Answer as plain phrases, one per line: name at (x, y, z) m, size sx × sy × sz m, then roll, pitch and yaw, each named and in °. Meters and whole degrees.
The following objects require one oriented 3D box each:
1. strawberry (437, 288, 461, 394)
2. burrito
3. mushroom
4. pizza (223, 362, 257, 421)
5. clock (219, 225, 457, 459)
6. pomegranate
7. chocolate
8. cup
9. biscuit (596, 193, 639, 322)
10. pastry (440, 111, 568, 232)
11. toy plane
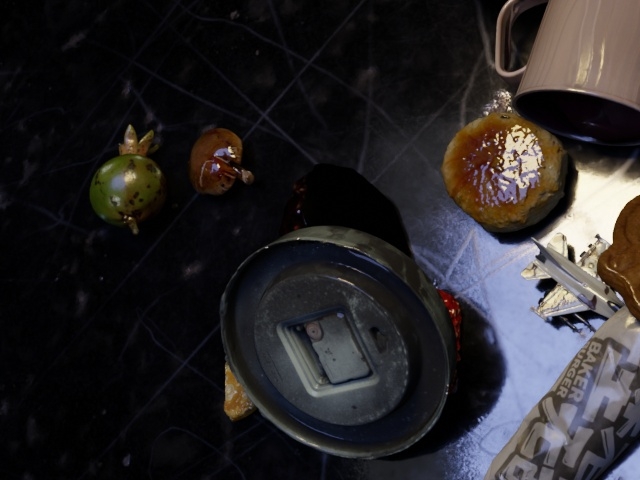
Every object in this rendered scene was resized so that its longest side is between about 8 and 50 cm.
strawberry at (0.171, 0.158, 1.377) m, size 0.121 × 0.082 × 0.188 m, roll -18°, pitch 65°, yaw 18°
burrito at (0.356, 0.279, 1.216) m, size 0.139 × 0.101 × 0.445 m, roll 37°, pitch 101°, yaw 4°
mushroom at (-0.193, -0.146, 1.649) m, size 0.170 × 0.080 × 0.135 m, roll 23°, pitch 97°, yaw 33°
pizza at (-0.136, 0.256, 1.536) m, size 0.123 × 0.026 × 0.108 m, roll -44°, pitch 58°, yaw 12°
clock at (0.026, 0.159, 1.336) m, size 0.386 × 0.076 × 0.386 m, roll 11°, pitch 117°, yaw 22°
pomegranate at (-0.367, -0.119, 1.709) m, size 0.156 × 0.156 × 0.220 m, roll -2°, pitch 44°, yaw 27°
chocolate at (0.000, 0.000, 1.463) m, size 0.177 × 0.224 × 0.206 m, roll -37°, pitch 60°, yaw 39°
cup at (0.420, -0.297, 1.326) m, size 0.288 × 0.208 × 0.273 m, roll 4°, pitch 74°, yaw 66°
biscuit at (0.525, 0.037, 1.173) m, size 0.273 × 0.049 × 0.257 m, roll 31°, pitch 56°, yaw 26°
pastry at (0.294, -0.113, 1.374) m, size 0.182 × 0.093 × 0.192 m, roll -50°, pitch 61°, yaw 13°
toy plane at (0.405, 0.079, 1.289) m, size 0.234 × 0.082 × 0.160 m, roll 42°, pitch 86°, yaw 15°
